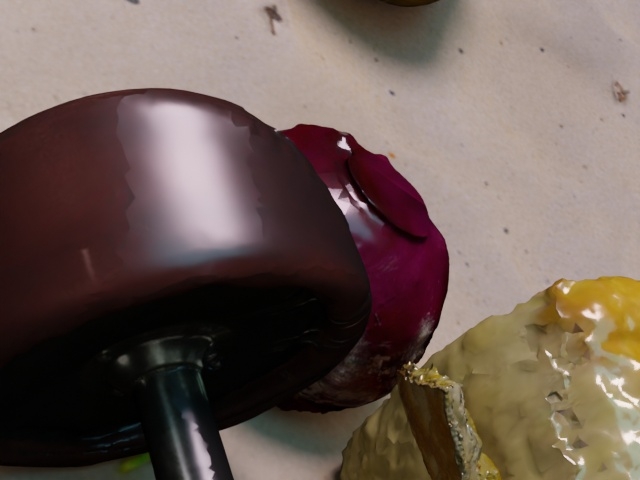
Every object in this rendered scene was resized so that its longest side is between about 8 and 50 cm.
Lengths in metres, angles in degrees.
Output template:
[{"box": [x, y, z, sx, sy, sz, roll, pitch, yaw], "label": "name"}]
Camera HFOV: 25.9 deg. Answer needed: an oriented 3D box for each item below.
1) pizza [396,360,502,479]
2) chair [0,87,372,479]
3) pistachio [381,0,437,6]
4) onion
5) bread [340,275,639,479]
[{"box": [0.065, 0.096, 0.638, 0.026, 0.109, 0.123, -17, 60, -7], "label": "pizza"}, {"box": [-0.040, 0.152, 0.608, 0.226, 0.226, 0.401, 0, 60, -37], "label": "chair"}, {"box": [0.036, -0.292, 1.050, 0.260, 0.163, 0.213, 41, 10, -2], "label": "pistachio"}, {"box": [0.009, -0.008, 0.832, 0.173, 0.135, 0.198, 38, 42, -12], "label": "onion"}, {"box": [0.155, 0.226, 0.695, 0.165, 0.236, 0.375, 2, 59, -34], "label": "bread"}]
